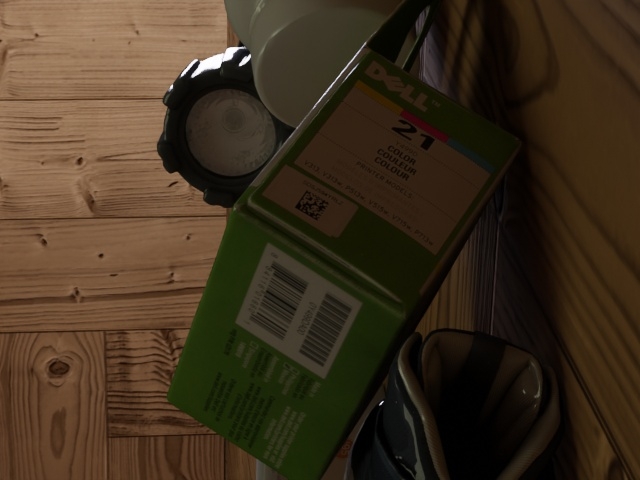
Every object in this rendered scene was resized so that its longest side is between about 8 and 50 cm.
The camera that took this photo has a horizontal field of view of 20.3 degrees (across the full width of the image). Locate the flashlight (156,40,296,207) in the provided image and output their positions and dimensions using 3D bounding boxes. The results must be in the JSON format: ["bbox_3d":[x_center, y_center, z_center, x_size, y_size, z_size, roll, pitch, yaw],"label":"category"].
[{"bbox_3d":[-0.042,-0.113,1.302,0.103,0.103,0.304,64,-166,-14],"label":"flashlight"}]

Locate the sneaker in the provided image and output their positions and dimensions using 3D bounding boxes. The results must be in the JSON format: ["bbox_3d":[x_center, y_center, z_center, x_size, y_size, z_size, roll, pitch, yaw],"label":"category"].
[{"bbox_3d":[0.063,0.095,0.870,0.226,0.086,0.163,-85,6,-62],"label":"sneaker"}]

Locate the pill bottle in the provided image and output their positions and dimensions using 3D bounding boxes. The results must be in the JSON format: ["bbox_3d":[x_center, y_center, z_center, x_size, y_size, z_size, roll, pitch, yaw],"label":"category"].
[{"bbox_3d":[0.000,-0.182,1.157,0.131,0.131,0.229,95,171,-45],"label":"pill bottle"}]

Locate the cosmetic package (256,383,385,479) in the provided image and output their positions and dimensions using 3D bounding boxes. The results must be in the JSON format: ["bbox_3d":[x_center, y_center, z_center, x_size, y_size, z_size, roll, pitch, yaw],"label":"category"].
[{"bbox_3d":[-0.002,0.221,1.411,0.060,0.099,0.239,-103,13,-53],"label":"cosmetic package"}]

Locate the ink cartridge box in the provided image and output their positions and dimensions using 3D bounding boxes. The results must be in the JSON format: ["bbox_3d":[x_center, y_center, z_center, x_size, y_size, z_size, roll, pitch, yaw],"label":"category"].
[{"bbox_3d":[0.038,-0.023,0.938,0.255,0.097,0.189,-53,-8,-36],"label":"ink cartridge box"}]
